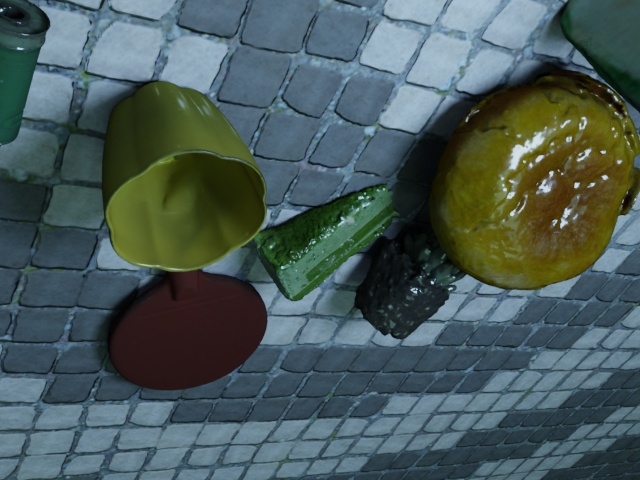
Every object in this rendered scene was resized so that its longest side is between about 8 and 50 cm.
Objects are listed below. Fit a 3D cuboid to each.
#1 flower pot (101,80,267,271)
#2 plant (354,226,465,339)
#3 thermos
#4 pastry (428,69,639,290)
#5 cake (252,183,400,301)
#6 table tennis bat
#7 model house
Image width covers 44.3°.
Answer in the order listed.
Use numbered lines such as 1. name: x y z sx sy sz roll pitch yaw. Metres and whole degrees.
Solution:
1. flower pot: -0.175 -0.090 0.953 0.195 0.179 0.195 -14 141 -11
2. plant: 0.152 0.062 1.320 0.194 0.132 0.129 -50 139 12
3. thermos: -0.358 -0.169 0.858 0.083 0.073 0.188 5 133 -32
4. pastry: 0.325 -0.081 1.186 0.356 0.164 0.356 -14 124 -21
5. cake: 0.006 -0.016 1.242 0.235 0.099 0.100 -38 142 -16
6. table tennis bat: -0.215 0.123 1.274 0.268 0.051 0.415 -13 141 -14
7. model house: 0.529 -0.238 1.025 0.280 0.312 0.245 27 116 -36
